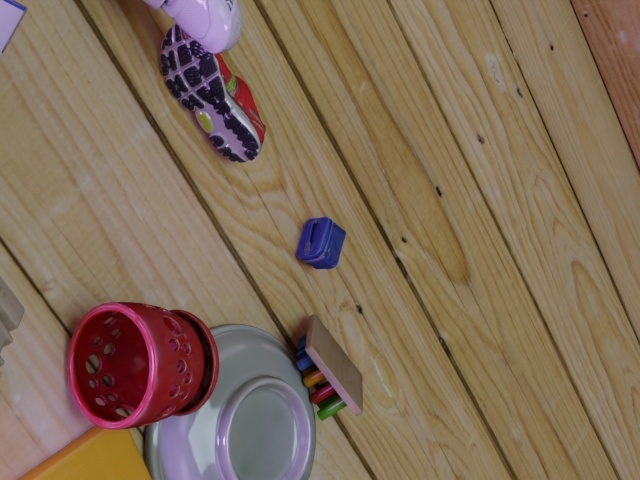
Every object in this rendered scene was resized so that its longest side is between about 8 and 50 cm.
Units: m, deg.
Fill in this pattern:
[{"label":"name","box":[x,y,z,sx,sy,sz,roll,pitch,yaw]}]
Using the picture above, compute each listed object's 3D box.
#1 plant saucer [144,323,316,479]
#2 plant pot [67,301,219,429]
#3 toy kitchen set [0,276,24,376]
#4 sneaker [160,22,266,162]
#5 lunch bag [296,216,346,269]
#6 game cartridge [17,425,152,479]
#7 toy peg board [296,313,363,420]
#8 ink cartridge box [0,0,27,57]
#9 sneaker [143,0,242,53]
[{"label":"plant saucer","box":[-0.121,0.344,1.884,0.400,0.100,0.400,7,80,-47]},{"label":"plant pot","box":[-0.265,0.188,1.677,0.174,0.191,0.191,1,85,-54]},{"label":"toy kitchen set","box":[-0.525,0.135,1.486,0.122,0.166,0.207,60,10,-25]},{"label":"sneaker","box":[-0.184,-0.268,1.907,0.279,0.107,0.118,62,28,-27]},{"label":"lunch bag","box":[0.000,0.000,2.081,0.065,0.067,0.098,36,59,-40]},{"label":"game cartridge","box":[-0.351,0.476,1.654,0.285,0.053,0.323,-33,108,-45]},{"label":"toy peg board","box":[0.002,0.245,2.019,0.160,0.079,0.161,53,12,-14]},{"label":"ink cartridge box","box":[-0.576,-0.230,1.373,0.304,0.072,0.307,25,94,-43]},{"label":"sneaker","box":[-0.295,-0.425,1.709,0.210,0.137,0.366,-34,87,-39]}]
